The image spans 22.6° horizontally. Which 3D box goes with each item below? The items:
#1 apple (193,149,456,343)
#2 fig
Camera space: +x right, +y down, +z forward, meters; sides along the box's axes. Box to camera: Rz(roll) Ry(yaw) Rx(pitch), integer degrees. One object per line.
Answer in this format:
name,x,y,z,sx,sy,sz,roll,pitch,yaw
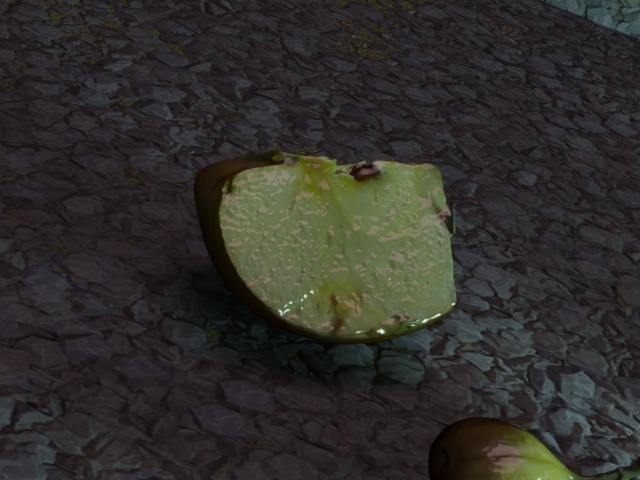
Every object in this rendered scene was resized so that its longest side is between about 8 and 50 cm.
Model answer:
apple,0.000,0.000,2.042,0.309,0.252,0.314,-3,28,-12
fig,0.216,0.253,1.694,0.143,0.231,0.160,46,35,-35
